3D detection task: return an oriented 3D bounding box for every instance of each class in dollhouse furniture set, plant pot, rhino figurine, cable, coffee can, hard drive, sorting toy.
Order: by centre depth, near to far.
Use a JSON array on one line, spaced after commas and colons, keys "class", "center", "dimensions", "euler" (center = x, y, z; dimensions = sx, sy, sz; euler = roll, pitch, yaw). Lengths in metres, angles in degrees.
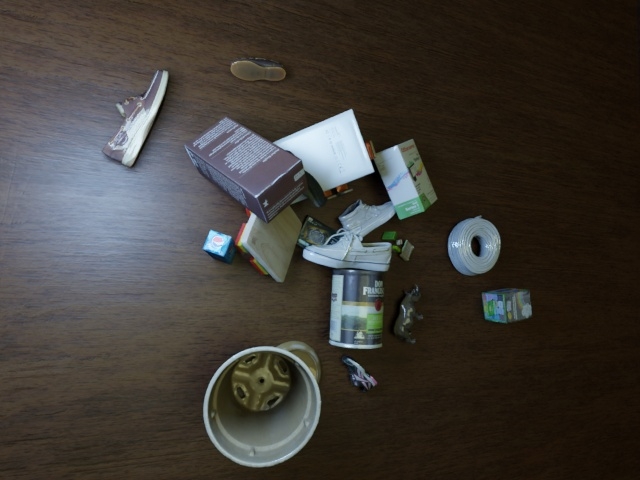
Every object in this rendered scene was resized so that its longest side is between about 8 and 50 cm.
[{"class": "plant pot", "center": [-0.187, 0.482, 1.331], "dimensions": [0.333, 0.305, 0.335], "euler": [1, 86, -10]}, {"class": "sorting toy", "center": [-0.186, -0.028, 1.447], "dimensions": [0.257, 0.089, 0.256], "euler": [55, 42, -47]}, {"class": "hard drive", "center": [-0.009, -0.294, 1.514], "dimensions": [0.352, 0.047, 0.233], "euler": [-20, 95, 13]}, {"class": "plant pot", "center": [-0.099, 0.493, 1.538], "dimensions": [0.236, 0.032, 0.237], "euler": [1, 87, -23]}, {"class": "coffee can", "center": [0.137, 0.250, 1.563], "dimensions": [0.201, 0.201, 0.276], "euler": [5, 85, -23]}, {"class": "dollhouse furniture set", "center": [0.069, -0.308, 1.605], "dimensions": [0.258, 0.135, 0.262], "euler": [-21, 95, -23]}, {"class": "rhino figurine", "center": [0.368, 0.298, 1.729], "dimensions": [0.106, 0.073, 0.244], "euler": [25, 76, -23]}, {"class": "dollhouse furniture set", "center": [0.325, 0.021, 1.755], "dimensions": [0.151, 0.058, 0.076], "euler": [40, 64, -36]}, {"class": "cable", "center": [0.696, 0.028, 1.877], "dimensions": [0.256, 0.089, 0.258], "euler": [-15, 93, -23]}]

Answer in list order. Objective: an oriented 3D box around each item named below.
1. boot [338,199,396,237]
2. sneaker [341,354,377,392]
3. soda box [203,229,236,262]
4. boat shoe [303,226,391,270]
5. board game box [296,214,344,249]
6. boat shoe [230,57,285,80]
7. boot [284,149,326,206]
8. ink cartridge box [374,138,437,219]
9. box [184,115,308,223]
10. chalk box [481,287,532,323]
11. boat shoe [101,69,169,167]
[{"class": "boot", "center": [0.194, -0.115, 1.667], "dimensions": [0.258, 0.095, 0.124], "euler": [-36, 107, -20]}, {"class": "sneaker", "center": [0.142, 0.526, 1.621], "dimensions": [0.178, 0.072, 0.077], "euler": [46, 82, -8]}, {"class": "soda box", "center": [-0.325, 0.026, 1.369], "dimensions": [0.071, 0.210, 0.067], "euler": [20, 78, -2]}, {"class": "boat shoe", "center": [0.115, 0.019, 1.553], "dimensions": [0.366, 0.136, 0.157], "euler": [7, 101, -22]}, {"class": "board game box", "center": [0.000, 0.000, 1.615], "dimensions": [0.186, 0.026, 0.126], "euler": [30, 76, -19]}, {"class": "boat shoe", "center": [-0.234, -0.635, 1.540], "dimensions": [0.206, 0.073, 0.073], "euler": [-1, 50, -26]}, {"class": "boot", "center": [-0.104, -0.188, 1.498], "dimensions": [0.247, 0.161, 0.083], "euler": [51, 26, -1]}, {"class": "ink cartridge box", "center": [0.347, -0.253, 1.689], "dimensions": [0.201, 0.117, 0.279], "euler": [-33, 101, -54]}, {"class": "box", "center": [-0.241, -0.240, 1.351], "dimensions": [0.191, 0.381, 0.143], "euler": [-42, 146, -19]}, {"class": "chalk box", "center": [0.829, 0.297, 1.895], "dimensions": [0.212, 0.132, 0.133], "euler": [-4, 89, -22]}, {"class": "boat shoe", "center": [-0.594, -0.411, 1.341], "dimensions": [0.123, 0.123, 0.343], "euler": [24, 84, -21]}]
